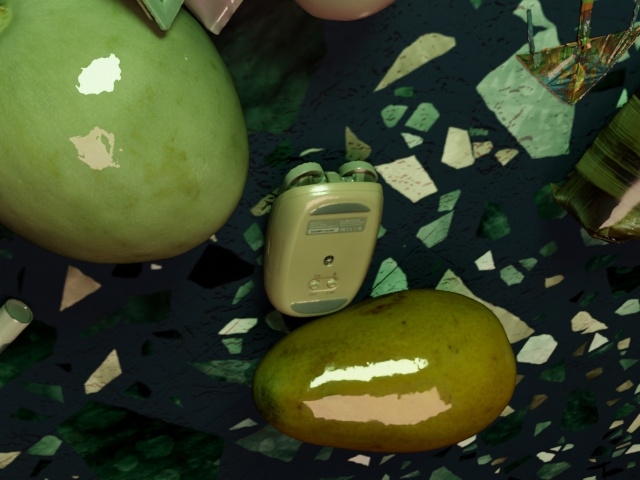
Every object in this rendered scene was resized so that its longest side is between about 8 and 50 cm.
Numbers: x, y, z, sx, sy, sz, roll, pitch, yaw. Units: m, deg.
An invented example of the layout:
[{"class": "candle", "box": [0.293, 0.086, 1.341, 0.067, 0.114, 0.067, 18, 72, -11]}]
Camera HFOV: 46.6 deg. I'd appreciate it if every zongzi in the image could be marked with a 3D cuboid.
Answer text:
[{"class": "zongzi", "box": [0.510, -0.107, 1.029, 0.288, 0.134, 0.286, 16, 124, -30]}]

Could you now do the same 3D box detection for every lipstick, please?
[{"class": "lipstick", "box": [-0.419, 0.132, 0.933, 0.141, 0.040, 0.040, -43, 130, 16]}]

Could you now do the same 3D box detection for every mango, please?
[{"class": "mango", "box": [0.086, 0.184, 1.032, 0.378, 0.264, 0.221, -5, 93, -22]}]

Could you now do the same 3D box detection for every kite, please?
[{"class": "kite", "box": [0.328, -0.236, 0.934, 0.183, 0.010, 0.160, -15, 132, -9]}]

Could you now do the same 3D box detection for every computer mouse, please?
[{"class": "computer mouse", "box": [0.000, 0.000, 0.956, 0.145, 0.082, 0.236, -5, 131, -17]}]

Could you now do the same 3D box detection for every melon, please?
[{"class": "melon", "box": [-0.197, -0.105, 0.675, 0.308, 0.271, 0.272, 35, 110, -32]}]

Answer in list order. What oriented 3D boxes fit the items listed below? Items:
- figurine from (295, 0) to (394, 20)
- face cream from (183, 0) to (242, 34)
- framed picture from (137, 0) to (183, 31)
[{"class": "figurine", "box": [-0.005, -0.298, 0.629, 0.176, 0.186, 0.287, -30, 170, 26]}, {"class": "face cream", "box": [-0.157, -0.287, 0.674, 0.092, 0.058, 0.244, -48, 135, 14]}, {"class": "framed picture", "box": [-0.159, -0.335, 0.535, 0.019, 0.232, 0.296, -6, 138, 26]}]
